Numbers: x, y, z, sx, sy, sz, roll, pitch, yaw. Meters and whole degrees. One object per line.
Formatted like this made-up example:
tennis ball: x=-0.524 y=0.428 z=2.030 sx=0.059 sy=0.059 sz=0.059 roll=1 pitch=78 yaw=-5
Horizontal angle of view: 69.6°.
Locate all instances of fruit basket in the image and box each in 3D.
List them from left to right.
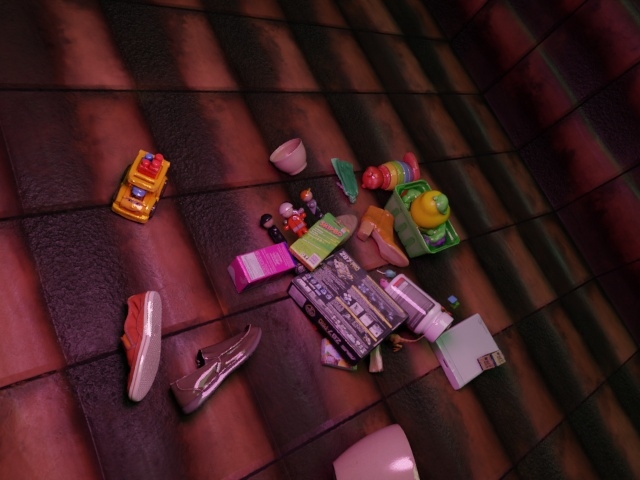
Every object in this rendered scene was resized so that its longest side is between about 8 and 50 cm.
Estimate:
fruit basket: x=0.505 y=-0.128 z=2.157 sx=0.282 sy=0.392 sz=0.392 roll=-16 pitch=73 yaw=-38

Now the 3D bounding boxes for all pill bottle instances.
pill bottle: x=0.395 y=0.285 z=1.912 sx=0.283 sy=0.161 sz=0.161 roll=41 pitch=47 yaw=20

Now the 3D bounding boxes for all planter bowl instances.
planter bowl: x=-0.127 y=-0.358 z=2.035 sx=0.109 sy=0.162 sz=0.162 roll=55 pitch=44 yaw=-30

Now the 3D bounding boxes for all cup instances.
cup: x=0.168 y=0.783 z=1.475 sx=0.236 sy=0.331 sz=0.331 roll=-7 pitch=65 yaw=-7

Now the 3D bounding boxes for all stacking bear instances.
stacking bear: x=0.337 y=-0.324 z=2.308 sx=0.288 sy=0.175 sz=0.164 roll=-12 pitch=63 yaw=-27

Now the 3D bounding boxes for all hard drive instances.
hard drive: x=0.671 y=0.498 z=2.107 sx=0.353 sy=0.047 sz=0.233 roll=-16 pitch=74 yaw=-38

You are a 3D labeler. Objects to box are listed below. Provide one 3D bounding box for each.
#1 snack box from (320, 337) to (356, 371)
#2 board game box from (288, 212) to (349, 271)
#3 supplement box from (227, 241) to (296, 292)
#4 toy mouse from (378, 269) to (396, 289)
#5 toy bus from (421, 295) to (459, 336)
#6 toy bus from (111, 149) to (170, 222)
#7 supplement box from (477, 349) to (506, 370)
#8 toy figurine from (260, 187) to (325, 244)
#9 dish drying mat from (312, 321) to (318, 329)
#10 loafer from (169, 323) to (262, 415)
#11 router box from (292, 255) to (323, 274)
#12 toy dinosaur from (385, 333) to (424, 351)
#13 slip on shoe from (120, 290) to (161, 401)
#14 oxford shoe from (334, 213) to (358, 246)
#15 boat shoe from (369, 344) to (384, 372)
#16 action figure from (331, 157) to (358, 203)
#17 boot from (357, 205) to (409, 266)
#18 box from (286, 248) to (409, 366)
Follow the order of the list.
snack box: x=0.072 y=0.437 z=1.763 sx=0.141 sy=0.037 sz=0.100 roll=18 pitch=54 yaw=-23
board game box: x=0.000 y=0.000 z=1.810 sx=0.124 sy=0.039 sz=0.259 roll=43 pitch=55 yaw=4
supplement box: x=-0.219 y=0.099 z=1.724 sx=0.220 sy=0.111 sz=0.114 roll=-16 pitch=73 yaw=-37
toy mouse: x=0.311 y=0.178 z=2.071 sx=0.143 sy=0.031 sz=0.161 roll=48 pitch=49 yaw=0
toy bus: x=0.507 y=0.325 z=2.059 sx=0.190 sy=0.202 sz=0.104 roll=-18 pitch=44 yaw=-31
toy bus: x=-0.607 y=-0.202 z=1.587 sx=0.149 sy=0.211 sz=0.220 roll=25 pitch=54 yaw=-20
supplement box: x=0.767 y=0.535 z=2.061 sx=0.083 sy=0.083 sz=0.056 roll=-11 pitch=71 yaw=-37
toy figurine: x=-0.113 y=-0.096 z=1.838 sx=0.148 sy=0.213 sz=0.209 roll=54 pitch=49 yaw=-10
dish drying mat: x=0.007 y=0.326 z=1.805 sx=0.083 sy=0.008 sz=0.032 roll=-10 pitch=69 yaw=-36
loafer: x=-0.329 y=0.381 z=1.474 sx=0.130 sy=0.134 sz=0.366 roll=47 pitch=49 yaw=-1
router box: x=-0.061 y=0.083 z=1.813 sx=0.122 sy=0.092 sz=0.038 roll=-20 pitch=118 yaw=-26
toy dinosaur: x=0.316 y=0.406 z=1.878 sx=0.211 sy=0.112 sz=0.064 roll=12 pitch=57 yaw=20
slip on shoe: x=-0.553 y=0.317 z=1.399 sx=0.101 sy=0.123 sz=0.332 roll=-5 pitch=68 yaw=1
oxford shoe: x=0.062 y=-0.039 z=1.971 sx=0.348 sy=0.130 sz=0.123 roll=-33 pitch=84 yaw=-40
boat shoe: x=0.207 y=0.429 z=1.834 sx=0.072 sy=0.068 sz=0.190 roll=-8 pitch=65 yaw=10
action figure: x=0.126 y=-0.278 z=2.196 sx=0.137 sy=0.063 sz=0.232 roll=3 pitch=58 yaw=-33
boot: x=0.318 y=-0.030 z=2.150 sx=0.295 sy=0.104 sz=0.211 roll=36 pitch=50 yaw=-5
box: x=0.109 y=0.246 z=1.808 sx=0.395 sy=0.097 sz=0.318 roll=45 pitch=50 yaw=16
